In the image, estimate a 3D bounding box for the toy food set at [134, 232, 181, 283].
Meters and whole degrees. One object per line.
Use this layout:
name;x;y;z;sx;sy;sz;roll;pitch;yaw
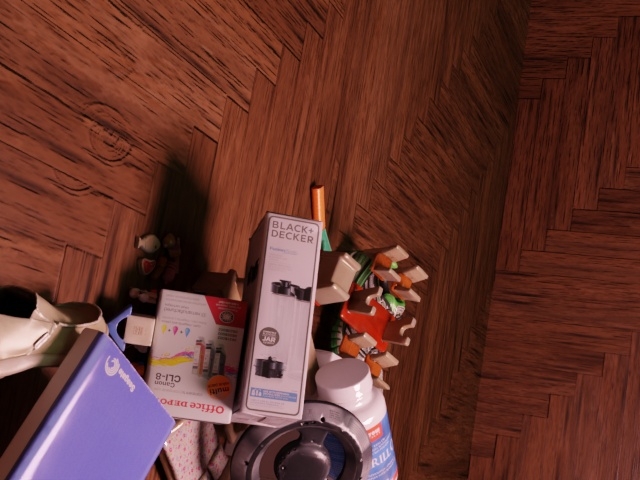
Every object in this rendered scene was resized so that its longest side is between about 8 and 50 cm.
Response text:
toy food set;-0.235;0.028;1.481;0.122;0.019;0.078;-10;104;-67

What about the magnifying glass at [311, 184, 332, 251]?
magnifying glass;0.000;0.000;2.040;0.092;0.026;0.231;-42;132;-59

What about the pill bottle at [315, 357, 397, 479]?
pill bottle;0.054;0.313;1.658;0.124;0.124;0.222;-52;136;-53

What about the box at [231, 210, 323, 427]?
box;-0.069;0.120;1.463;0.169;0.087;0.290;130;-32;-69

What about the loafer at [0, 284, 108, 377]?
loafer;-0.336;0.097;1.145;0.268;0.102;0.092;-12;112;-66

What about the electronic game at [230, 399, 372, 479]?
electronic game;-0.029;0.352;1.572;0.048;0.229;0.229;-119;-159;-64

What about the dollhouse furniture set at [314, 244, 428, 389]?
dollhouse furniture set;0.064;0.124;1.955;0.259;0.135;0.262;43;57;-35

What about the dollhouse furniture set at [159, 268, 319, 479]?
dollhouse furniture set;-0.149;0.272;1.545;0.355;0.173;0.303;-60;147;-46

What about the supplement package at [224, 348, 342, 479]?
supplement package;-0.052;0.348;1.791;0.177;0.175;0.293;40;58;-62

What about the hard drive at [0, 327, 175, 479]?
hard drive;-0.293;0.289;1.140;0.319;0.040;0.210;-62;146;-31

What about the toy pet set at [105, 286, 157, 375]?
toy pet set;-0.270;0.127;1.398;0.114;0.065;0.122;-170;-90;-78

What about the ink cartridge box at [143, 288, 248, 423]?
ink cartridge box;-0.184;0.171;1.435;0.127;0.128;0.176;146;-48;-75

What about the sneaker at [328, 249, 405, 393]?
sneaker;0.101;0.181;2.095;0.134;0.146;0.344;27;58;-63
